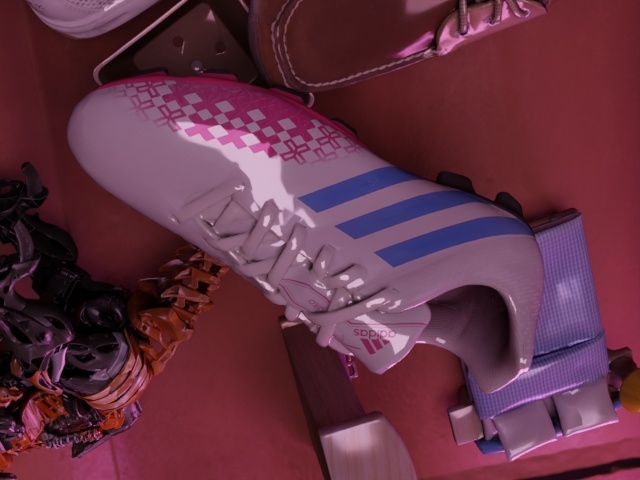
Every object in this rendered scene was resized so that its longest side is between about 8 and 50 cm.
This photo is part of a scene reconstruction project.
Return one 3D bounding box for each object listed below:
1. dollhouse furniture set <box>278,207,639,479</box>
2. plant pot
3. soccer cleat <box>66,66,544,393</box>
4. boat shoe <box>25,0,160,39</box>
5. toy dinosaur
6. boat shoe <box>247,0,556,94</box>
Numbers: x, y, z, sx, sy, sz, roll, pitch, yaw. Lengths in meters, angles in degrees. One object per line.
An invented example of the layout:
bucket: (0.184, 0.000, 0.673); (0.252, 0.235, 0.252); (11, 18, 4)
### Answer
dollhouse furniture set: (0.129, 0.072, 0.747); (0.303, 0.198, 0.286); (-17, 111, -6)
plant pot: (-0.085, -0.117, 0.692); (0.109, 0.096, 0.109); (-37, 112, 3)
soccer cleat: (0.000, 0.000, 0.606); (0.331, 0.143, 0.116); (18, 143, -16)
boat shoe: (-0.083, -0.234, 0.638); (0.277, 0.096, 0.098); (-35, 80, 2)
toy dinosaur: (-0.193, 0.063, 0.725); (0.322, 0.164, 0.218); (-46, 124, -6)
boat shoe: (0.099, -0.191, 0.639); (0.324, 0.116, 0.123); (-34, 124, -18)
